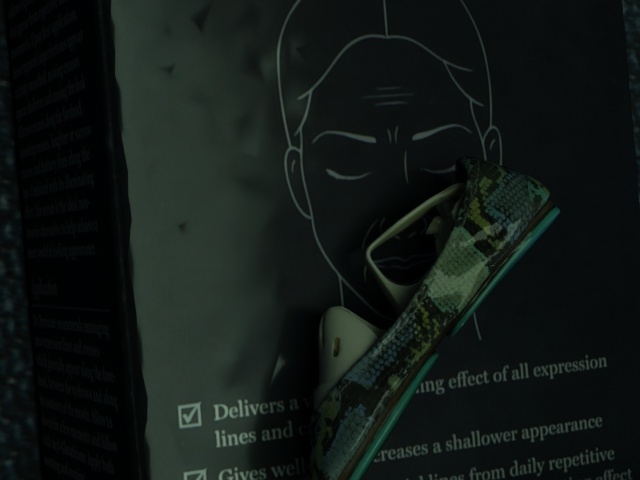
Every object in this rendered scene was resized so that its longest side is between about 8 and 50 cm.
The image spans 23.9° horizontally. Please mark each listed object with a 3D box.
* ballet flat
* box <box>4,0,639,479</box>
[{"bbox_3d":[0.036,0.037,0.707,0.070,0.070,0.188,45,70,-16],"label":"ballet flat"},{"bbox_3d":[0.000,0.000,0.834,0.293,0.212,0.395,-4,91,-24],"label":"box"}]
